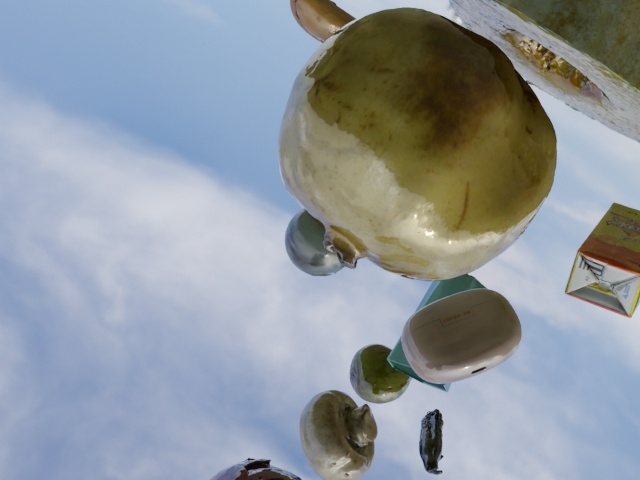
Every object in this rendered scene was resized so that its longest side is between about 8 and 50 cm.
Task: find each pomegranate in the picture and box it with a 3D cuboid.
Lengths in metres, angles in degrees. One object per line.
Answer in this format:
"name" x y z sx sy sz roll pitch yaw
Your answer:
"pomegranate" 0.106 -0.105 1.040 0.332 0.333 0.332 28 -155 -14

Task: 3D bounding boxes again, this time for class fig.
"fig" 0.161 0.320 2.140 0.186 0.148 0.142 10 -177 -31

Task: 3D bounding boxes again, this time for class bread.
"bread" 0.015 -0.390 1.585 0.189 0.077 0.114 19 -154 -40

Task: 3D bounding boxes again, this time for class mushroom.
"mushroom" 0.036 0.344 1.554 0.166 0.127 0.166 39 -142 -39

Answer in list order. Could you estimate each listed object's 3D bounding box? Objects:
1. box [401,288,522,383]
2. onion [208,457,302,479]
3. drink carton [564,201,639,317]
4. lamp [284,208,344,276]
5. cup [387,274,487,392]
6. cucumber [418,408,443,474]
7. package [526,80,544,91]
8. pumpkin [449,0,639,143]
"box" 0.236 0.159 1.483 0.088 0.200 0.146 75 174 -49
"onion" -0.031 0.446 1.127 0.285 0.348 0.348 -10 -135 -26
"drink carton" 0.670 0.035 1.959 0.154 0.111 0.351 22 -152 22
"lamp" 0.000 0.000 1.249 0.105 0.105 0.105 28 -155 -14
"cup" 0.249 0.178 1.848 0.134 0.236 0.148 22 169 18
"cucumber" 0.166 0.305 1.301 0.039 0.043 0.163 42 -159 -8
"package" 0.378 -0.243 1.329 0.131 0.071 0.047 20 -170 -30
"pumpkin" 0.343 -0.278 1.069 0.332 0.199 0.332 38 -175 -4
